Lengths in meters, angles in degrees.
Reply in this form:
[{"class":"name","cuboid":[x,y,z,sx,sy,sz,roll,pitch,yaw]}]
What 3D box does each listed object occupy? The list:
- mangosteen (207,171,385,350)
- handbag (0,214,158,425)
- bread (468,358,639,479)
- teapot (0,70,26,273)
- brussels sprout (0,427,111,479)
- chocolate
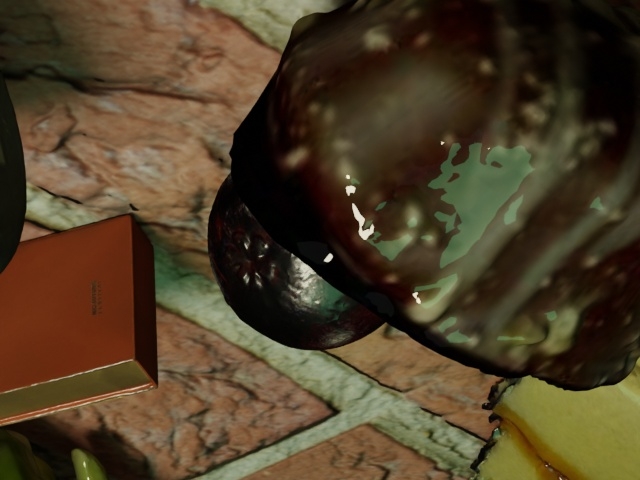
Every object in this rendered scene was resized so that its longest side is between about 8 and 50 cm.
[{"class":"mangosteen","cuboid":[0.000,0.000,1.361,0.152,0.152,0.152,-4,145,-3]},{"class":"handbag","cuboid":[-0.214,0.065,1.426,0.190,0.127,0.063,-14,145,13]},{"class":"bread","cuboid":[0.318,0.196,1.783,0.405,0.242,0.346,37,140,-1]},{"class":"teapot","cuboid":[-0.338,-0.058,1.200,0.285,0.305,0.223,-17,110,12]},{"class":"brussels sprout","cuboid":[-0.298,0.326,1.666,0.276,0.315,0.371,1,158,33]},{"class":"chocolate","cuboid":[0.131,-0.059,1.232,0.340,0.225,0.210,22,124,-34]}]
